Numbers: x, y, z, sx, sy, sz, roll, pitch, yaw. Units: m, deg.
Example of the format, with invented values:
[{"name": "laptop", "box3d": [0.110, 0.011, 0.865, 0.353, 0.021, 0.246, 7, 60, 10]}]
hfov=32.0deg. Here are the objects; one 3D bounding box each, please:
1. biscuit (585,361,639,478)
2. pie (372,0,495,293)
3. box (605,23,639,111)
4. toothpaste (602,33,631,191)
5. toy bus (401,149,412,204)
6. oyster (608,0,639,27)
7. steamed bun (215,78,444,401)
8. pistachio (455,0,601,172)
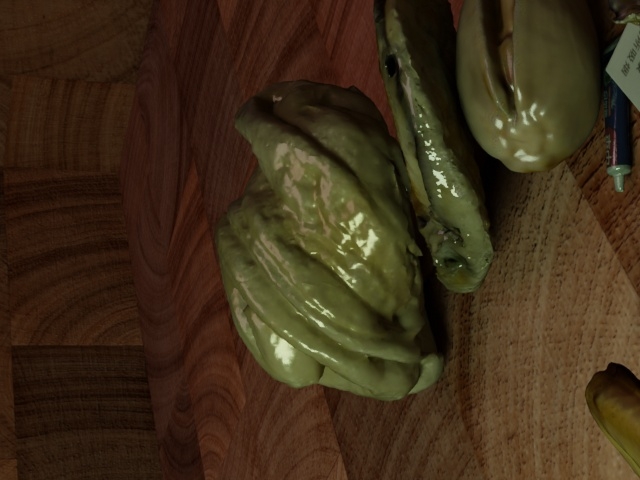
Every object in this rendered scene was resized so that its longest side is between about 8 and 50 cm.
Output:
[{"name": "biscuit", "box3d": [0.275, 0.189, 0.743, 0.154, 0.045, 0.299, 52, 180, -37]}, {"name": "pie", "box3d": [0.120, -0.109, 1.127, 0.339, 0.077, 0.339, -13, -90, -80]}, {"name": "box", "box3d": [0.305, -0.120, 0.840, 0.245, 0.035, 0.139, -109, 30, -46]}, {"name": "toothpaste", "box3d": [0.260, -0.111, 0.980, 0.037, 0.021, 0.140, 138, 134, -74]}, {"name": "toy bus", "box3d": [0.120, -0.076, 1.315, 0.038, 0.046, 0.083, 114, 151, -45]}, {"name": "oyster", "box3d": [0.293, -0.226, 0.776, 0.214, 0.083, 0.223, -35, 21, 25]}, {"name": "steamed bun", "box3d": [0.001, 0.004, 1.277, 0.325, 0.230, 0.372, -84, -20, -78]}, {"name": "pistachio", "box3d": [0.191, -0.167, 1.022, 0.144, 0.144, 0.215, 145, 131, -65]}]
